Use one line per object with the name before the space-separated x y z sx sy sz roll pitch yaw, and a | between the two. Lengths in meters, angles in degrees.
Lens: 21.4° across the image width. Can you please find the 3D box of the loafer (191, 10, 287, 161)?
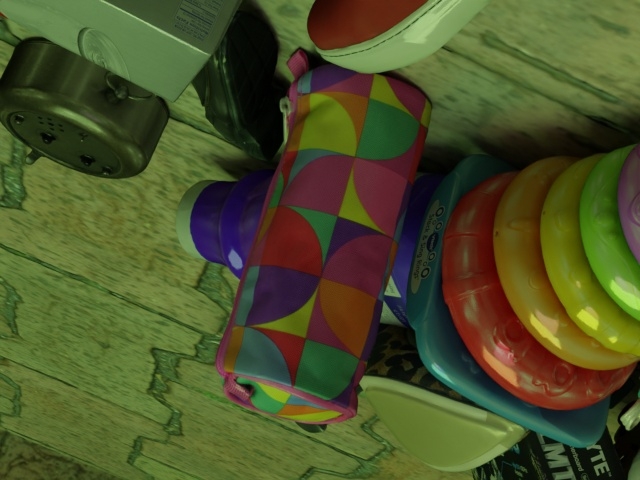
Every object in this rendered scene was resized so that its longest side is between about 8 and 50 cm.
loafer | -0.063 -0.106 1.133 0.061 0.062 0.170 22 160 14

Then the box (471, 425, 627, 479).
box | 0.195 0.233 1.370 0.073 0.293 0.295 -19 180 -8

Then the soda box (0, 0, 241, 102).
soda box | -0.183 -0.192 0.980 0.286 0.091 0.098 27 161 -12

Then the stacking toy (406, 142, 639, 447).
stacking toy | 0.203 -0.001 1.023 0.166 0.175 0.302 29 149 -23

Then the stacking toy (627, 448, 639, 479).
stacking toy | 0.416 0.295 1.195 0.480 0.350 0.350 40 161 3

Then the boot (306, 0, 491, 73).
boot | 0.019 -0.178 0.816 0.176 0.088 0.244 29 152 -19

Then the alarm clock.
alarm clock | -0.176 -0.099 1.278 0.129 0.064 0.192 31 156 -23

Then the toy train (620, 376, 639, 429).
toy train | 0.255 0.053 1.134 0.046 0.166 0.125 47 -164 24

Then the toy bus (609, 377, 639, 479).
toy bus | 0.276 0.211 1.423 0.191 0.104 0.202 45 179 39

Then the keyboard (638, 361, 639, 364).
keyboard | 0.259 0.079 1.334 0.180 0.023 0.108 13 165 22

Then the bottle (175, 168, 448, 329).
bottle | 0.007 -0.002 1.267 0.283 0.092 0.118 8 138 45

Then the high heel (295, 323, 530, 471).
high heel | 0.104 0.077 1.256 0.261 0.186 0.093 1 128 54

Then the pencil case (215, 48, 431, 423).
pencil case | 0.000 0.000 1.099 0.104 0.236 0.104 11 162 4
